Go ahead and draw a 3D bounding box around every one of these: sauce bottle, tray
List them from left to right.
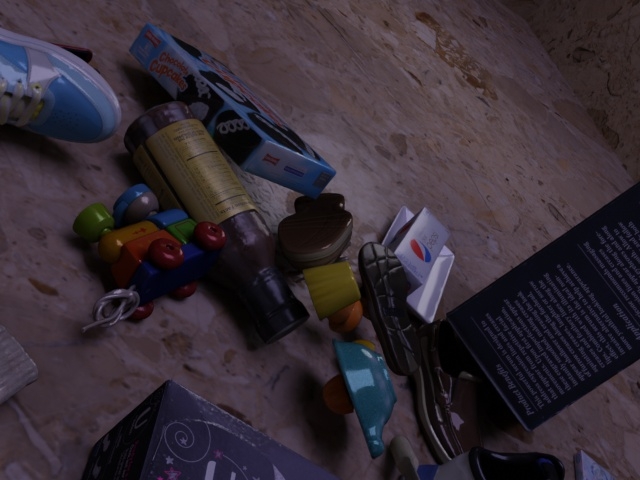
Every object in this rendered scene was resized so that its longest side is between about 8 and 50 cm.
[{"bbox_3d":[-0.136,-0.021,1.151,0.344,0.111,0.111,58,31,10],"label":"sauce bottle"},{"bbox_3d":[0.162,0.043,1.536,0.145,0.030,0.270,43,30,-5],"label":"tray"}]

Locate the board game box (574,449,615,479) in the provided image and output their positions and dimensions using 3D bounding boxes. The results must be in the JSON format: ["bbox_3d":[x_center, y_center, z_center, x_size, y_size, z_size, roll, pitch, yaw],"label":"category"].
[{"bbox_3d":[0.481,0.425,1.501,0.090,0.020,0.090,41,30,-12],"label":"board game box"}]

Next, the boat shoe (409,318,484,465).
[{"bbox_3d":[0.197,0.230,1.291,0.095,0.095,0.257,17,41,-41],"label":"boat shoe"}]

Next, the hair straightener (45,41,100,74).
[{"bbox_3d":[-0.391,-0.231,1.130,0.230,0.047,0.089,6,49,-49],"label":"hair straightener"}]

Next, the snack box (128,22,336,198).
[{"bbox_3d":[-0.134,-0.196,1.303,0.322,0.060,0.187,46,15,30],"label":"snack box"}]

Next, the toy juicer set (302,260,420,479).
[{"bbox_3d":[0.049,0.197,1.137,0.209,0.090,0.329,73,-3,-78],"label":"toy juicer set"}]

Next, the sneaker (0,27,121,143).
[{"bbox_3d":[-0.389,-0.156,0.972,0.319,0.127,0.208,23,34,-20],"label":"sneaker"}]

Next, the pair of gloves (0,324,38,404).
[{"bbox_3d":[-0.389,0.100,0.746,0.240,0.042,0.204,42,33,-5],"label":"pair of gloves"}]

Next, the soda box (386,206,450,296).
[{"bbox_3d":[0.149,0.024,1.435,0.069,0.074,0.216,45,30,-2],"label":"soda box"}]

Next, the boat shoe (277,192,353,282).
[{"bbox_3d":[0.000,0.000,1.251,0.285,0.105,0.089,-68,155,-73],"label":"boat shoe"}]

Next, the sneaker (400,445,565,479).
[{"bbox_3d":[0.267,0.384,1.111,0.315,0.182,0.127,46,31,-2],"label":"sneaker"}]

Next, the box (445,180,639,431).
[{"bbox_3d":[0.428,0.099,1.365,0.212,0.395,0.293,56,8,14],"label":"box"}]

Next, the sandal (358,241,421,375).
[{"bbox_3d":[0.091,0.101,1.266,0.090,0.060,0.219,11,55,-43],"label":"sandal"}]

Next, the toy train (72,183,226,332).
[{"bbox_3d":[-0.234,0.013,1.001,0.143,0.105,0.248,42,29,13],"label":"toy train"}]

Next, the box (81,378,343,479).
[{"bbox_3d":[-0.095,0.276,0.811,0.247,0.142,0.163,35,32,-20],"label":"box"}]
